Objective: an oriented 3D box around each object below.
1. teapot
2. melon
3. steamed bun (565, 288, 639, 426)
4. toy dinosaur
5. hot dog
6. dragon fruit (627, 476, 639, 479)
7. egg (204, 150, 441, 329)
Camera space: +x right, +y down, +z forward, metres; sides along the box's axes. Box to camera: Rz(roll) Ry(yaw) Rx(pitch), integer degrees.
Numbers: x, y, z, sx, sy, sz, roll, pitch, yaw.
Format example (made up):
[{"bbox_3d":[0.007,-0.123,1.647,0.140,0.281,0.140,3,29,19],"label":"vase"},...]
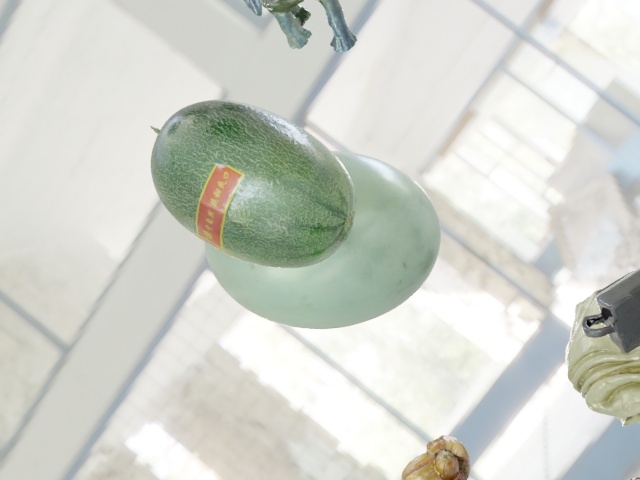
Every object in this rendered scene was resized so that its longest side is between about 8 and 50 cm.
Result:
[{"bbox_3d":[0.453,0.088,2.142,0.177,0.087,0.096,-31,28,-14],"label":"teapot"},{"bbox_3d":[-0.091,-0.073,1.770,0.182,0.287,0.182,-46,-26,-31],"label":"melon"},{"bbox_3d":[0.543,0.219,2.397,0.276,0.289,0.203,119,176,-74],"label":"steamed bun"},{"bbox_3d":[-0.029,-0.259,1.333,0.076,0.147,0.363,-24,36,18],"label":"toy dinosaur"},{"bbox_3d":[0.153,0.325,1.906,0.102,0.076,0.249,-40,-21,-17],"label":"hot dog"},{"bbox_3d":[0.380,0.374,1.455,0.277,0.342,0.277,-170,90,-85],"label":"dragon fruit"},{"bbox_3d":[0.000,0.000,2.266,0.276,0.388,0.276,6,-97,-60],"label":"egg"}]
